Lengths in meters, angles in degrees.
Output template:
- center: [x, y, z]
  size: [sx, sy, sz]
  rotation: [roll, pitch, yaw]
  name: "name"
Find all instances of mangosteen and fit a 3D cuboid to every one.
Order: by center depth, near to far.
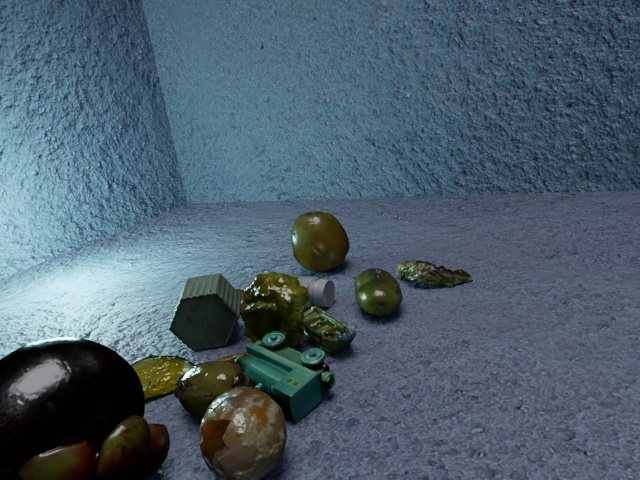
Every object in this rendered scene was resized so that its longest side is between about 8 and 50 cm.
- center: [-0.530, 0.404, 0.982]
  size: [0.436, 0.381, 0.382]
  rotation: [15, 24, 14]
  name: "mangosteen"

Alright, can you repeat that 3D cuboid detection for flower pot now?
- center: [-0.399, 0.249, 1.618]
  size: [0.240, 0.209, 0.189]
  rotation: [-8, 18, -7]
  name: "flower pot"

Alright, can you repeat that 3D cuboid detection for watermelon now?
- center: [-0.507, 0.422, 1.365]
  size: [0.301, 0.123, 0.129]
  rotation: [-16, 52, -26]
  name: "watermelon"

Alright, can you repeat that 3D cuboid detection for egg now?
- center: [-0.171, 0.423, 1.018]
  size: [0.195, 0.194, 0.233]
  rotation: [-13, 21, -17]
  name: "egg"

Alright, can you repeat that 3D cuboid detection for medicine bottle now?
- center: [-0.097, 0.197, 1.812]
  size: [0.297, 0.111, 0.161]
  rotation: [4, 21, 29]
  name: "medicine bottle"

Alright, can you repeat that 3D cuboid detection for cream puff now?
- center: [-0.160, 0.231, 1.486]
  size: [0.185, 0.281, 0.282]
  rotation: [-3, 10, -43]
  name: "cream puff"

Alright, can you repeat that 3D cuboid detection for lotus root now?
- center: [-0.301, 0.397, 1.222]
  size: [0.278, 0.154, 0.154]
  rotation: [-10, 14, 34]
  name: "lotus root"

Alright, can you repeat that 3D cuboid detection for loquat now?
- center: [0.000, 0.000, 2.108]
  size: [0.276, 0.283, 0.276]
  rotation: [-12, 15, 3]
  name: "loquat"

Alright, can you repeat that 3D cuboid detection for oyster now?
- center: [0.459, 0.124, 1.852]
  size: [0.295, 0.093, 0.166]
  rotation: [0, 10, 4]
  name: "oyster"

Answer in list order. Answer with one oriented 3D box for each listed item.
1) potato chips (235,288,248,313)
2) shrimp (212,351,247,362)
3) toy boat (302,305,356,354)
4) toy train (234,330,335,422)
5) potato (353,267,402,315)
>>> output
- center: [-0.358, 0.240, 1.872]
  size: [0.196, 0.061, 0.208]
  rotation: [-12, 20, -8]
  name: "potato chips"
- center: [-0.272, 0.400, 1.381]
  size: [0.188, 0.051, 0.132]
  rotation: [-26, 46, -35]
  name: "shrimp"
- center: [0.019, 0.298, 1.506]
  size: [0.111, 0.084, 0.276]
  rotation: [-20, 18, -26]
  name: "toy boat"
- center: [-0.111, 0.366, 1.279]
  size: [0.298, 0.119, 0.194]
  rotation: [12, 31, 41]
  name: "toy train"
- center: [0.208, 0.185, 1.665]
  size: [0.170, 0.143, 0.248]
  rotation: [-18, 18, 3]
  name: "potato"
